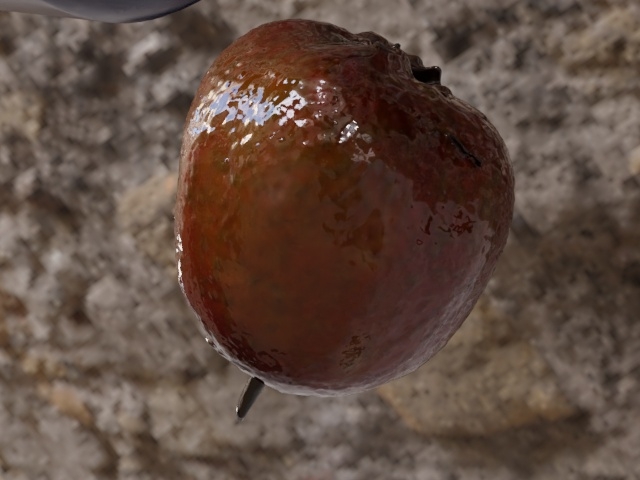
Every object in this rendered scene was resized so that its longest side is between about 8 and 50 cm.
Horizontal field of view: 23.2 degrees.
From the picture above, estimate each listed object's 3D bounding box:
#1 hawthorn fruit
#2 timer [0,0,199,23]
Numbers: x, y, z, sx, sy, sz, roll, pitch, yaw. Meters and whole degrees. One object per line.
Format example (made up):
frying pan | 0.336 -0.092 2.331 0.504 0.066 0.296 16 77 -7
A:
hawthorn fruit | 0.000 0.000 1.301 0.285 0.285 0.369 -58 -9 -66
timer | -0.226 -0.217 0.644 0.383 0.270 0.270 1 28 28
